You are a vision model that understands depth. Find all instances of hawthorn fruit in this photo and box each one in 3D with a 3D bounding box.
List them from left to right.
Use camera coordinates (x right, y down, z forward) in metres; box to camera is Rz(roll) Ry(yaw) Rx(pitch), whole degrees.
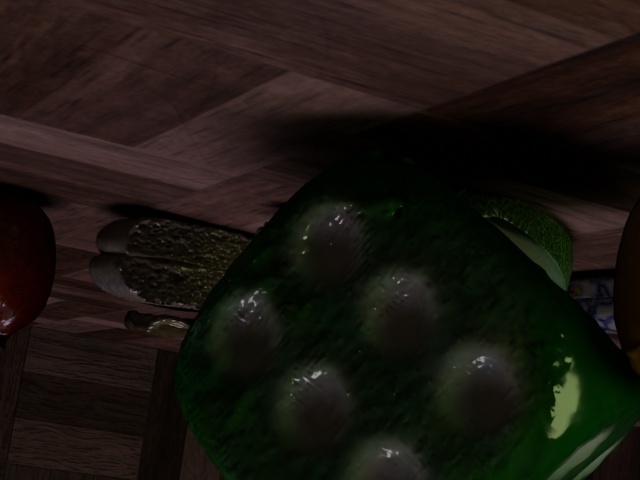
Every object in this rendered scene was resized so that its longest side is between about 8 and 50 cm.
[{"bbox_3d":[-0.385,0.035,1.521,0.169,0.188,0.169,-2,164,-1],"label":"hawthorn fruit"}]

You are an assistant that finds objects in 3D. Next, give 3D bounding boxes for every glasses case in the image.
[{"bbox_3d":[0.343,0.074,1.511,0.087,0.065,0.248,17,167,-30],"label":"glasses case"}]

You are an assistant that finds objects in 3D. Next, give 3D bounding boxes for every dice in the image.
[{"bbox_3d":[0.076,0.119,1.094,0.297,0.287,0.300,46,-176,20],"label":"dice"}]

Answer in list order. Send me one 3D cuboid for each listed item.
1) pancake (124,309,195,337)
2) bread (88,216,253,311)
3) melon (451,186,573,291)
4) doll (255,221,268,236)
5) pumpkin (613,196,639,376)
[{"bbox_3d":[-0.098,0.114,1.631,0.288,0.033,0.286,7,175,-20],"label":"pancake"},{"bbox_3d":[-0.133,0.042,1.620,0.337,0.102,0.183,11,173,-30],"label":"bread"},{"bbox_3d":[0.186,-0.013,1.283,0.114,0.053,0.262,23,174,29],"label":"melon"},{"bbox_3d":[0.000,0.000,1.375,0.195,0.070,0.096,-11,144,41],"label":"doll"},{"bbox_3d":[0.322,0.021,0.908,0.139,0.190,0.280,12,168,-13],"label":"pumpkin"}]
